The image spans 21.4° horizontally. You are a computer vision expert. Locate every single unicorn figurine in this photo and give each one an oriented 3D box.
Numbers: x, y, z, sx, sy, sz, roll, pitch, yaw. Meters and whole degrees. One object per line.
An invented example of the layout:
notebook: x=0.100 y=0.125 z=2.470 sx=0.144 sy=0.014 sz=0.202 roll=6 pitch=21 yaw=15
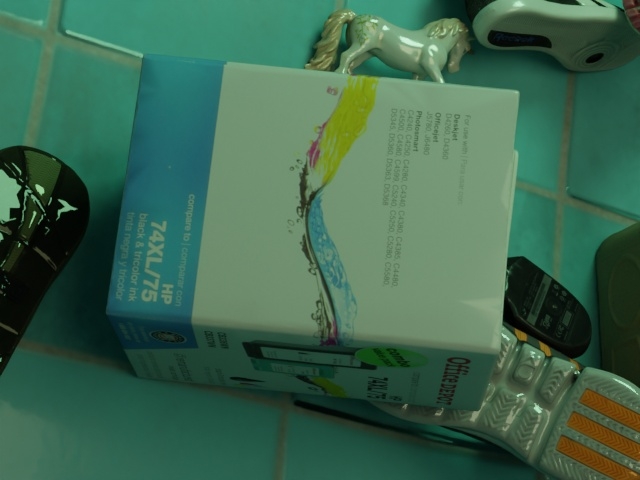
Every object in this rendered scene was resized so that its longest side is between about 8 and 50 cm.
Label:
unicorn figurine: x=0.073 y=-0.157 z=1.466 sx=0.162 sy=0.060 sz=0.111 roll=24 pitch=67 yaw=-23

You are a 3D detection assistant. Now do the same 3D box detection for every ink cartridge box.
ink cartridge box: x=0.000 y=0.000 z=1.241 sx=0.270 sy=0.198 sz=0.197 roll=5 pitch=72 yaw=3

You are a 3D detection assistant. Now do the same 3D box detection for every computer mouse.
computer mouse: x=0.138 y=0.024 z=1.476 sx=0.242 sy=0.041 sz=0.071 roll=39 pitch=47 yaw=-8

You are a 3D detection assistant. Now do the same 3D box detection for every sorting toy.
sorting toy: x=0.295 y=0.074 z=1.457 sx=0.038 sy=0.193 sz=0.208 roll=9 pitch=74 yaw=-17

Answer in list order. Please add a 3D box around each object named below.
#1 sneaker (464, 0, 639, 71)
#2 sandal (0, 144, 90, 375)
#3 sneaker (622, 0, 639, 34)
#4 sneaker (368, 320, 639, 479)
sneaker: x=0.210 y=-0.231 z=1.555 sx=0.217 sy=0.079 sz=0.121 roll=7 pitch=55 yaw=-43
sandal: x=-0.266 y=0.050 z=1.212 sx=0.120 sy=0.086 sz=0.303 roll=44 pitch=46 yaw=-7
sneaker: x=0.377 y=-0.232 z=1.587 sx=0.299 sy=0.121 sz=0.112 roll=-39 pitch=111 yaw=-53
sneaker: x=0.134 y=0.120 z=1.405 sx=0.321 sy=0.180 sz=0.124 roll=32 pitch=86 yaw=15
